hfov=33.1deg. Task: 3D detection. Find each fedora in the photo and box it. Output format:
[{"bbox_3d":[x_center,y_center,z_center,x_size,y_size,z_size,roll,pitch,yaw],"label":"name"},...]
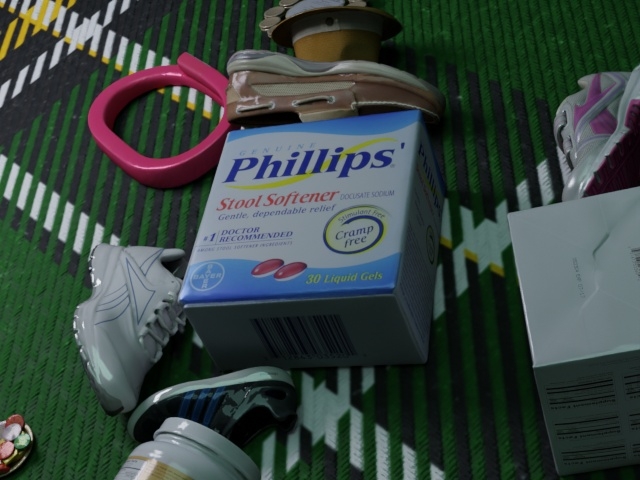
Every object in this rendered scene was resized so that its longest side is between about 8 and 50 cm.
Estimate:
[{"bbox_3d":[0.025,-0.282,1.580,0.194,0.194,0.079,-6,82,17],"label":"fedora"}]

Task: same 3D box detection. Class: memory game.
[{"bbox_3d":[-0.009,-0.367,1.725,0.186,0.012,0.186,-13,34,9],"label":"memory game"}]

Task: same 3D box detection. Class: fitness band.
[{"bbox_3d":[-0.235,-0.186,1.649,0.209,0.054,0.291,-41,46,-13],"label":"fitness band"}]

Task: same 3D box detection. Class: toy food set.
[{"bbox_3d":[-0.392,0.254,1.325,0.082,0.020,0.083,-44,48,-19],"label":"toy food set"}]

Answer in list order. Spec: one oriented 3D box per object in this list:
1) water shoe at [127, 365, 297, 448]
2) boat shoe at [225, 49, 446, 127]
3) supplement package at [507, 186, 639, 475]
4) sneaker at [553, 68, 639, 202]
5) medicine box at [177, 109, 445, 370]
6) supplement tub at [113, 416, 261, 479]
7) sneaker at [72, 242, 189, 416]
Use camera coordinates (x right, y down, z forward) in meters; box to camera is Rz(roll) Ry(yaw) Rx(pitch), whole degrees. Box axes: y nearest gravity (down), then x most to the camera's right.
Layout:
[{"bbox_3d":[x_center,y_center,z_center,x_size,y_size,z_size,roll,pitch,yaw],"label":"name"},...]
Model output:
[{"bbox_3d":[-0.126,0.204,1.227,0.203,0.073,0.080,-20,50,7],"label":"water shoe"},{"bbox_3d":[0.015,-0.186,1.514,0.324,0.123,0.116,9,81,20],"label":"boat shoe"},{"bbox_3d":[0.283,0.093,1.071,0.149,0.203,0.194,-11,47,12],"label":"supplement package"},{"bbox_3d":[0.338,-0.118,1.327,0.111,0.103,0.252,7,46,32],"label":"sneaker"},{"bbox_3d":[0.000,0.000,1.310,0.263,0.149,0.289,-5,49,18],"label":"medicine box"},{"bbox_3d":[-0.161,0.298,1.103,0.144,0.144,0.200,13,55,31],"label":"supplement tub"},{"bbox_3d":[-0.227,0.093,1.333,0.129,0.111,0.297,-9,38,3],"label":"sneaker"}]
